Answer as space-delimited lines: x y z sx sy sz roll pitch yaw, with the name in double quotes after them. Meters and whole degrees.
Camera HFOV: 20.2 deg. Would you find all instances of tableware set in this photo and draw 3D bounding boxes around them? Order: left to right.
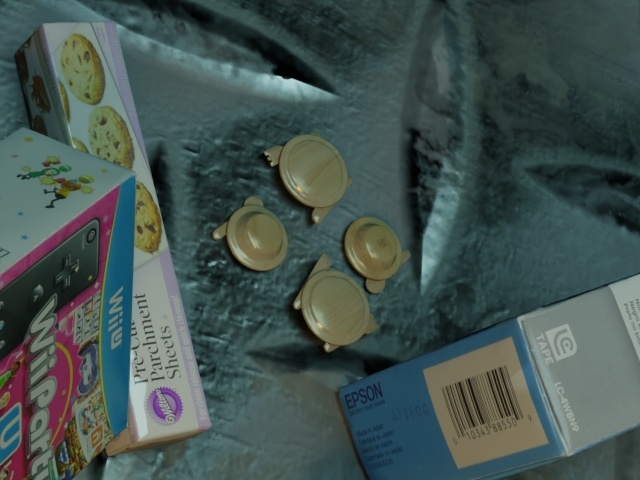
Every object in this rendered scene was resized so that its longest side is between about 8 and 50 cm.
0.000 0.000 1.458 0.169 0.020 0.141 48 54 -7 "tableware set"

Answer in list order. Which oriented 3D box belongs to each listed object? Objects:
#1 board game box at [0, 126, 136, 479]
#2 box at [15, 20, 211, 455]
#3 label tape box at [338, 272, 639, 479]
-0.239 0.097 1.117 0.097 0.224 0.303 21 37 21 "board game box"
-0.156 -0.005 1.338 0.067 0.063 0.324 -7 77 -32 "box"
0.226 0.093 1.421 0.347 0.249 0.115 -19 84 -34 "label tape box"
